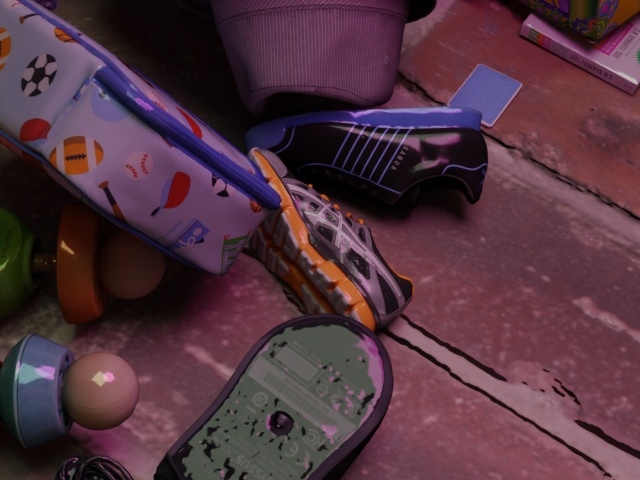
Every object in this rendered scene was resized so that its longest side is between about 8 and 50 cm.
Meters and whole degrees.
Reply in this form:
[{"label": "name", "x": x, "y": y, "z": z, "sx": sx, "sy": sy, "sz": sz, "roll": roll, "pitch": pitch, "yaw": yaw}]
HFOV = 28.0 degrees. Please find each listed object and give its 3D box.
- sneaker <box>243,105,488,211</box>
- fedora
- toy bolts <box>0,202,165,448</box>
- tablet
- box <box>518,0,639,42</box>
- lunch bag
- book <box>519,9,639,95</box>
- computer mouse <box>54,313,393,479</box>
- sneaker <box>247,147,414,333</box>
[{"label": "sneaker", "x": 0.042, "y": -0.073, "z": 1.220, "sx": 0.232, "sy": 0.081, "sz": 0.090, "roll": -3, "pitch": 80, "yaw": 7}, {"label": "fedora", "x": -0.010, "y": -0.183, "z": 1.221, "sx": 0.244, "sy": 0.275, "sz": 0.124, "roll": -2, "pitch": 89, "yaw": 12}, {"label": "toy bolts", "x": -0.214, "y": 0.043, "z": 0.998, "sx": 0.158, "sy": 0.218, "sz": 0.228, "roll": 0, "pitch": 58, "yaw": 3}, {"label": "tablet", "x": 0.174, "y": -0.153, "z": 1.359, "sx": 0.054, "sy": 0.006, "sz": 0.083, "roll": 28, "pitch": 51, "yaw": 14}, {"label": "box", "x": 0.251, "y": -0.420, "z": 1.383, "sx": 0.177, "sy": 0.279, "sz": 0.290, "roll": -35, "pitch": 53, "yaw": -22}, {"label": "lunch bag", "x": -0.181, "y": -0.100, "z": 1.093, "sx": 0.115, "sy": 0.243, "sz": 0.303, "roll": -53, "pitch": 50, "yaw": 4}, {"label": "book", "x": 0.307, "y": -0.226, "z": 1.431, "sx": 0.144, "sy": 0.035, "sz": 0.096, "roll": 32, "pitch": 55, "yaw": 16}, {"label": "computer mouse", "x": -0.054, "y": 0.168, "z": 1.005, "sx": 0.188, "sy": 0.072, "sz": 0.272, "roll": 39, "pitch": 66, "yaw": 20}, {"label": "sneaker", "x": 0.000, "y": 0.000, "z": 1.153, "sx": 0.083, "sy": 0.084, "sz": 0.215, "roll": -22, "pitch": 65, "yaw": -30}]
